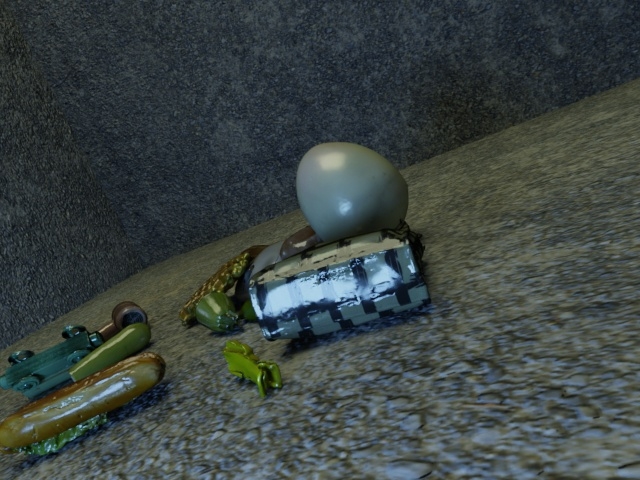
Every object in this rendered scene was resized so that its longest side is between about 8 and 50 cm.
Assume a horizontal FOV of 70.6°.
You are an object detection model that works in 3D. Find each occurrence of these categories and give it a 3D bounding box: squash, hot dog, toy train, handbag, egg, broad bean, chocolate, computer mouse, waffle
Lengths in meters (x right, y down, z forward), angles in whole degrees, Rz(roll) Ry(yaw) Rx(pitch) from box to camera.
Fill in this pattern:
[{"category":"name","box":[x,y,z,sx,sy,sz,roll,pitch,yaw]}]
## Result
[{"category":"squash","box":[-0.249,0.201,1.156,0.105,0.105,0.132,-28,28,-23]},{"category":"hot dog","box":[-0.477,0.334,0.916,0.337,0.100,0.135,-25,2,-12]},{"category":"toy train","box":[-0.762,0.358,1.323,0.285,0.116,0.177,-27,-29,-12]},{"category":"squash","box":[-0.595,0.320,1.288,0.083,0.083,0.250,-13,17,44]},{"category":"handbag","box":[0.059,0.067,0.949,0.325,0.162,0.327,-17,4,15]},{"category":"egg","box":[0.082,-0.121,1.251,0.283,0.345,0.283,-48,-5,-6]},{"category":"broad bean","box":[-0.142,0.166,1.125,0.213,0.070,0.048,-27,-1,37]},{"category":"chocolate","box":[0.001,-0.001,1.367,0.161,0.083,0.261,32,44,27]},{"category":"computer mouse","box":[-0.146,0.079,1.414,0.184,0.121,0.297,-10,16,47]},{"category":"waffle","box":[-0.324,0.146,1.382,0.281,0.058,0.301,-50,12,-24]}]

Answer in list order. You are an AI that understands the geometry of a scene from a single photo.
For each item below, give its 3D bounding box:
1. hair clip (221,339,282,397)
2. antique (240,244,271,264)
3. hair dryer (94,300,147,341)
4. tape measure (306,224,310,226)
[{"category":"hair clip","box":[-0.128,0.220,0.801,0.046,0.072,0.173,-17,10,-33]},{"category":"antique","box":[-0.221,0.074,1.682,0.093,0.087,0.310,-30,13,-25]},{"category":"hair dryer","box":[-0.764,0.344,1.556,0.344,0.107,0.189,-38,18,-24]},{"category":"tape measure","box":[0.003,-0.024,1.626,0.175,0.106,0.200,-22,8,-9]}]
